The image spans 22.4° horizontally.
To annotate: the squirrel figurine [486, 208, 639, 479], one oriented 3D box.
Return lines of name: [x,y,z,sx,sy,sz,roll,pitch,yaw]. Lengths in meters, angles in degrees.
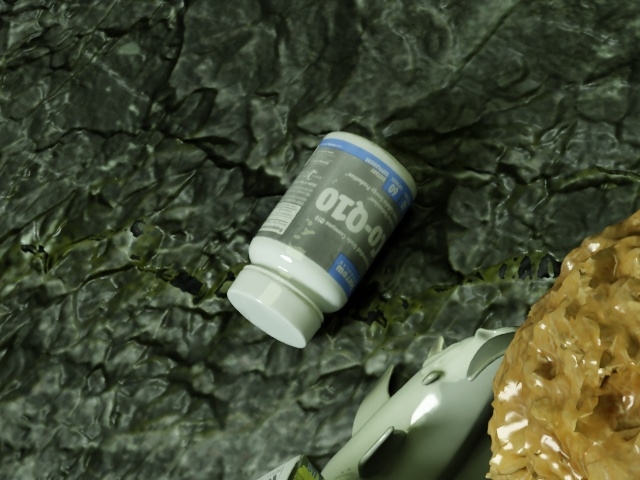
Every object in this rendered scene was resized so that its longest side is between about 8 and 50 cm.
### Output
squirrel figurine: [0.286,0.130,0.718,0.397,0.281,0.370,-17,64,-21]

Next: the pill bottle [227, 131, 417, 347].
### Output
pill bottle: [0.000,0.000,1.107,0.078,0.078,0.137,25,71,28]

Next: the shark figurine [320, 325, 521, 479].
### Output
shark figurine: [0.095,0.118,0.980,0.116,0.278,0.166,39,39,-6]

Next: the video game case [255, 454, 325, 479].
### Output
video game case: [-0.106,0.238,0.905,0.232,0.042,0.210,-34,15,25]
